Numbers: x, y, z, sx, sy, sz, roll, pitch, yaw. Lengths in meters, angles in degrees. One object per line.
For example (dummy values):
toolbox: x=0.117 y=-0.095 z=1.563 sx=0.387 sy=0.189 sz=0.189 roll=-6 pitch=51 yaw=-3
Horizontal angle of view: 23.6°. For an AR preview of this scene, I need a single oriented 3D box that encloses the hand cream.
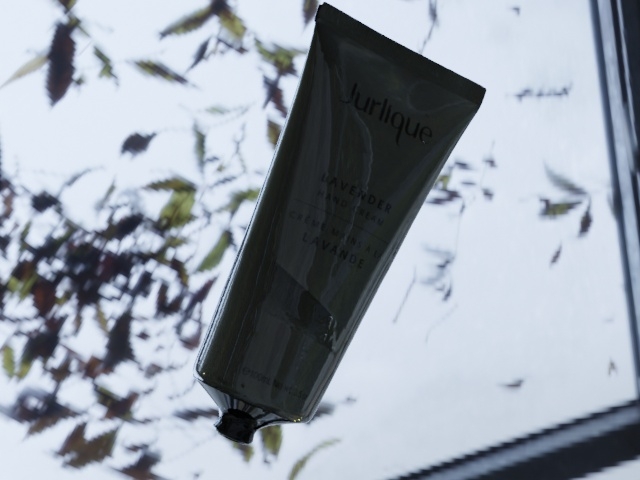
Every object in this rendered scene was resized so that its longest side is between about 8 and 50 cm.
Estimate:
hand cream: x=0.000 y=0.000 z=0.659 sx=0.087 sy=0.054 sz=0.186 roll=25 pitch=-93 yaw=-20
